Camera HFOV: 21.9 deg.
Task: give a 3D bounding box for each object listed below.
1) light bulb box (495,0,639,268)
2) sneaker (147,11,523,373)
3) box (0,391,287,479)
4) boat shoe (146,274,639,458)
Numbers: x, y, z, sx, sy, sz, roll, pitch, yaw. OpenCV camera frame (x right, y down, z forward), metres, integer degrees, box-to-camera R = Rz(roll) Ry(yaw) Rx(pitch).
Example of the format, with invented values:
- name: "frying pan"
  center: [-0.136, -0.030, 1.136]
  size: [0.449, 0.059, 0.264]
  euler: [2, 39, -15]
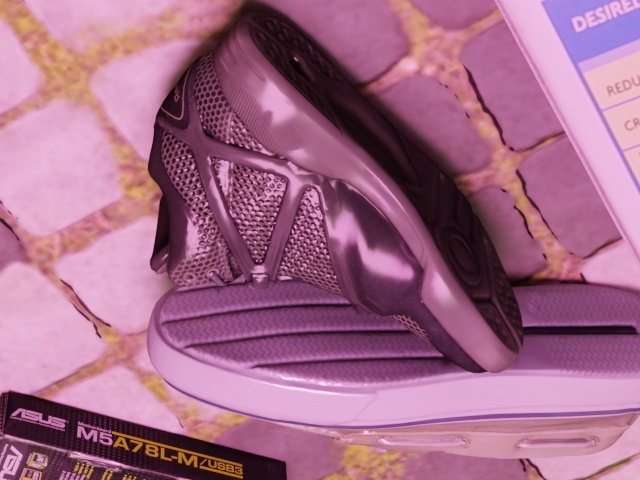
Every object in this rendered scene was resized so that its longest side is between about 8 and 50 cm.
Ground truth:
- name: "light bulb box"
  center: [0.272, -0.130, 0.700]
  size: [0.358, 0.225, 0.361]
  euler: [-24, 125, 15]
- name: "sneaker"
  center: [0.000, 0.000, 0.860]
  size: [0.227, 0.087, 0.130]
  euler: [43, 120, -17]
- name: "box"
  center: [-0.139, 0.194, 1.036]
  size: [0.184, 0.045, 0.190]
  euler: [15, 124, -18]
- name: "boat shoe"
  center: [0.052, 0.080, 0.924]
  size: [0.302, 0.109, 0.094]
  euler: [5, 129, -11]
